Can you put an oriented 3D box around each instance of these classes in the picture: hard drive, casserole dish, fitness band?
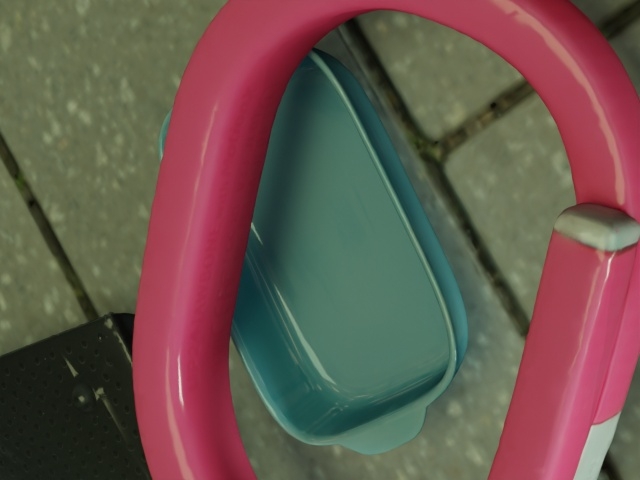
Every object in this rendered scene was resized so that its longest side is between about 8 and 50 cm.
[{"bbox_3d":[-0.098,0.170,0.781,0.172,0.054,0.255,-21,89,38],"label":"hard drive"},{"bbox_3d":[0.000,0.000,0.677,0.114,0.037,0.188,-29,83,38],"label":"casserole dish"},{"bbox_3d":[0.018,0.027,0.614,0.209,0.054,0.291,25,113,29],"label":"fitness band"}]
